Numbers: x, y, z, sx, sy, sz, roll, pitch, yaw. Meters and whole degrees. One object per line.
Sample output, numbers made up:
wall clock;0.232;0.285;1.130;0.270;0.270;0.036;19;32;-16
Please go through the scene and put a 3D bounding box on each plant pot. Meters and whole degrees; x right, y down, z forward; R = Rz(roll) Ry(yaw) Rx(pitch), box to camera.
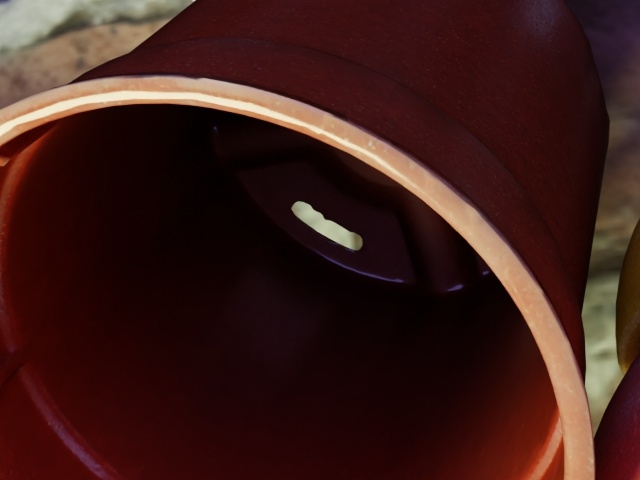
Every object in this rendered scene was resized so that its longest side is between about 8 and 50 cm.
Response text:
plant pot;0.000;0.000;0.764;0.272;0.265;0.272;9;122;14

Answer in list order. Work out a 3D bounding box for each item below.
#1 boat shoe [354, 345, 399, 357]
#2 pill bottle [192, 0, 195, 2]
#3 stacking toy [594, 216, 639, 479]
boat shoe;-0.041;0.174;0.840;0.123;0.116;0.324;39;70;3
pill bottle;0.066;-0.204;0.877;0.283;0.160;0.160;-12;77;23
stacking toy;0.232;0.055;0.737;0.350;0.350;0.480;-14;58;22
